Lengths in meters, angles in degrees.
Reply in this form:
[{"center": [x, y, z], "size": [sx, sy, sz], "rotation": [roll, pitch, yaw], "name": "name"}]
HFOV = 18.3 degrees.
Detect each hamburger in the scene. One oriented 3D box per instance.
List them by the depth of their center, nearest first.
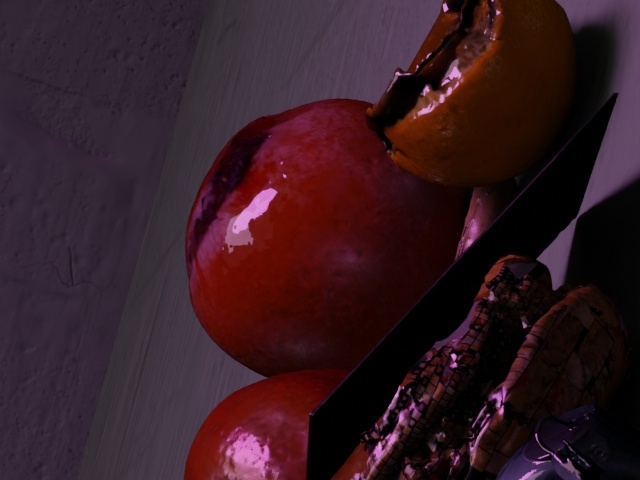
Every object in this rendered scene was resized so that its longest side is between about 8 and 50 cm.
[{"center": [0.072, 0.109, 1.001], "size": [0.231, 0.107, 0.231], "rotation": [-50, -12, -14], "name": "hamburger"}]

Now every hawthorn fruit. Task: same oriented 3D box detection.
[{"center": [-0.010, 0.155, 1.198], "size": [0.188, 0.169, 0.169], "rotation": [29, 103, 38], "name": "hawthorn fruit"}]

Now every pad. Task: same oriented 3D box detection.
[{"center": [0.073, 0.035, 1.062], "size": [0.243, 0.004, 0.163], "rotation": [-46, -15, -19], "name": "pad"}]

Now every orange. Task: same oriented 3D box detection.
[{"center": [0.103, -0.093, 1.245], "size": [0.170, 0.112, 0.160], "rotation": [-31, -23, -41], "name": "orange"}]

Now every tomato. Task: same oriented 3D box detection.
[{"center": [0.000, 0.000, 1.391], "size": [0.208, 0.184, 0.208], "rotation": [-163, 90, -79], "name": "tomato"}]

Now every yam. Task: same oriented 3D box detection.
[{"center": [0.099, 0.025, 1.283], "size": [0.032, 0.032, 0.145], "rotation": [142, 143, -70], "name": "yam"}]

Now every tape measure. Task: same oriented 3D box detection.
[{"center": [0.120, 0.147, 0.803], "size": [0.180, 0.104, 0.107], "rotation": [-94, 29, -63], "name": "tape measure"}]
